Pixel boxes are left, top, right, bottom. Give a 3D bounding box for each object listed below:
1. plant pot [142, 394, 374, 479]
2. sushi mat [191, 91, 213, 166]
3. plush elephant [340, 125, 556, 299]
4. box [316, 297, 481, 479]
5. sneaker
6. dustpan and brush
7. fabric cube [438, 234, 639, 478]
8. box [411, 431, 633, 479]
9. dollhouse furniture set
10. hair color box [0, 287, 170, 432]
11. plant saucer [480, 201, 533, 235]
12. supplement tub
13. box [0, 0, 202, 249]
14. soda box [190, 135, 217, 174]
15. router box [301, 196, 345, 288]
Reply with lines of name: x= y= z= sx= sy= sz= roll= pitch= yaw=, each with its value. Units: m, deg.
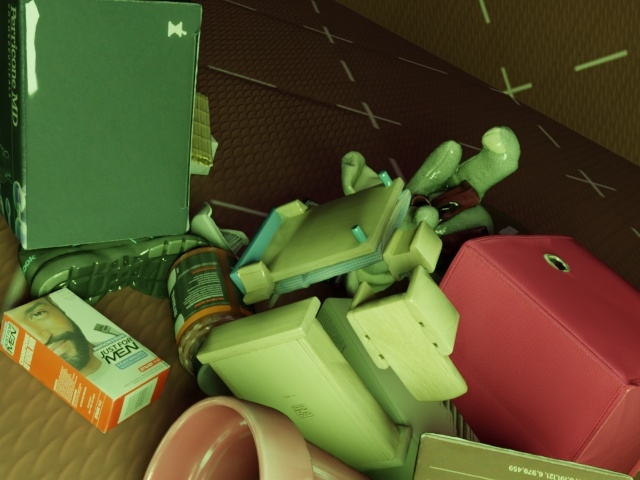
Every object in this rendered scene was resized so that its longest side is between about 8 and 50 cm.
plant pot: x=-0.040 y=0.253 z=0.690 sx=0.180 sy=0.201 sz=0.201 roll=26 pitch=21 yaw=-33
sushi mat: x=-0.265 y=-0.215 z=1.390 sx=0.151 sy=0.019 sz=0.316 roll=13 pitch=27 yaw=-16
plush elephant: x=0.149 y=-0.019 z=1.218 sx=0.255 sy=0.330 sz=0.272 roll=-2 pitch=79 yaw=-45
box: x=0.076 y=0.194 z=0.958 sx=0.094 sy=0.113 sz=0.275 roll=7 pitch=32 yaw=-32
sneaker: x=-0.259 y=0.018 z=1.032 sx=0.267 sy=0.101 sz=0.106 roll=-6 pitch=36 yaw=-45
dustpan and brush: x=-0.152 y=-0.004 z=1.172 sx=0.060 sy=0.147 sz=0.211 roll=-42 pitch=26 yaw=-23
fabric cube: x=0.286 y=0.169 z=1.002 sx=0.254 sy=0.259 sz=0.258 roll=-1 pitch=36 yaw=-41
box: x=0.144 y=0.284 z=0.645 sx=0.167 sy=0.168 sz=0.203 roll=10 pitch=66 yaw=10
dollhouse furniture set: x=0.062 y=0.068 z=0.883 sx=0.198 sy=0.286 sz=0.303 roll=55 pitch=37 yaw=-24
hair color box: x=-0.262 y=0.128 z=0.878 sx=0.167 sy=0.053 sz=0.093 roll=31 pitch=28 yaw=18
plant saucer: x=0.337 y=-0.017 z=1.631 sx=0.277 sy=0.041 sz=0.278 roll=19 pitch=26 yaw=-10
supplement tub: x=-0.129 y=0.100 z=0.973 sx=0.106 sy=0.106 sz=0.198 roll=11 pitch=29 yaw=-23
box: x=-0.339 y=-0.201 z=1.052 sx=0.211 sy=0.294 sz=0.395 roll=-7 pitch=26 yaw=-33
soda box: x=-0.294 y=-0.167 z=1.379 sx=0.216 sy=0.069 sz=0.074 roll=1 pitch=34 yaw=-36
router box: x=0.000 y=0.000 z=1.326 sx=0.133 sy=0.046 sz=0.179 roll=27 pitch=27 yaw=6
